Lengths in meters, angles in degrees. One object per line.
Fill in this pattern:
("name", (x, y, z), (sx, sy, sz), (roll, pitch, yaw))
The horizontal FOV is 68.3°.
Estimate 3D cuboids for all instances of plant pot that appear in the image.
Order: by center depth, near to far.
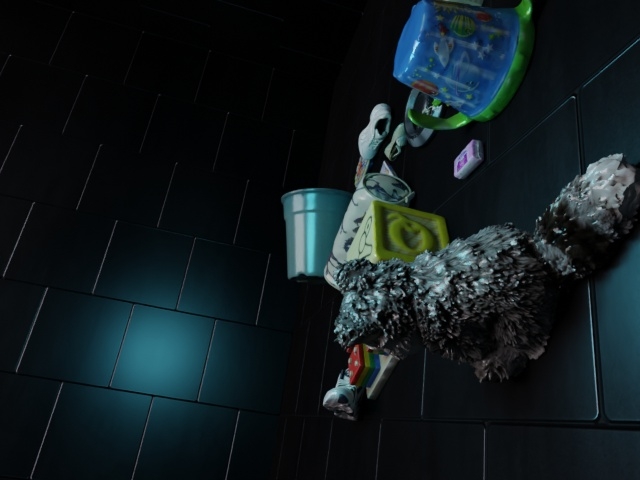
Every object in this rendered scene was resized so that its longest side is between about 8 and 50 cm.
("plant pot", (0.000, 0.000, 1.924), (0.341, 0.340, 0.335), (137, 136, -73))

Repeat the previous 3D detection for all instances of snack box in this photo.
("snack box", (0.236, -0.222, 1.649), (0.178, 0.022, 0.064), (-97, 21, -63))

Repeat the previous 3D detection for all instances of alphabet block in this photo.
("alphabet block", (0.179, 0.052, 1.116), (0.197, 0.193, 0.193), (113, 165, -45))

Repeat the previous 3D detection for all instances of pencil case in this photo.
("pencil case", (0.149, -0.015, 1.492), (0.160, 0.183, 0.411), (-43, -22, -52))

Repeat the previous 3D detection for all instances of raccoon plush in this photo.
("raccoon plush", (0.199, 0.022, 0.718), (0.216, 0.298, 0.447), (-93, 18, -58))

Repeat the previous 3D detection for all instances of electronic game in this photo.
("electronic game", (0.306, -0.388, 1.380), (0.229, 0.048, 0.230), (-173, 90, -75))

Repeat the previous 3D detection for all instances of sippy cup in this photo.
("sippy cup", (0.284, -0.394, 0.996), (0.240, 0.223, 0.306), (-123, 47, -76))

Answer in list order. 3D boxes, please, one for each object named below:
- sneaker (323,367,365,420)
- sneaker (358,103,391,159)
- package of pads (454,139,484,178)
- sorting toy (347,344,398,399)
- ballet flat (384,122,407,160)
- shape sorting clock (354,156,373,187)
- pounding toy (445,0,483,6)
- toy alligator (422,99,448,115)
("sneaker", (0.078, 0.426, 1.383), (0.235, 0.093, 0.153), (59, -141, -52))
("sneaker", (0.213, -0.411, 1.845), (0.115, 0.090, 0.232), (-97, 20, -54))
("package of pads", (0.327, -0.177, 1.038), (0.083, 0.031, 0.050), (121, 161, -62))
("sorting toy", (0.146, 0.265, 1.341), (0.256, 0.089, 0.257), (-90, 16, -53))
("ballet flat", (0.264, -0.326, 1.580), (0.168, 0.057, 0.053), (114, 138, -64))
("shape sorting clock", (0.184, -0.329, 2.036), (0.206, 0.040, 0.207), (-167, 90, -80))
("pounding toy", (0.374, -0.710, 1.267), (0.206, 0.094, 0.181), (-121, 44, -76))
("toy alligator", (0.329, -0.380, 1.224), (0.051, 0.056, 0.189), (-37, 0, -23))
